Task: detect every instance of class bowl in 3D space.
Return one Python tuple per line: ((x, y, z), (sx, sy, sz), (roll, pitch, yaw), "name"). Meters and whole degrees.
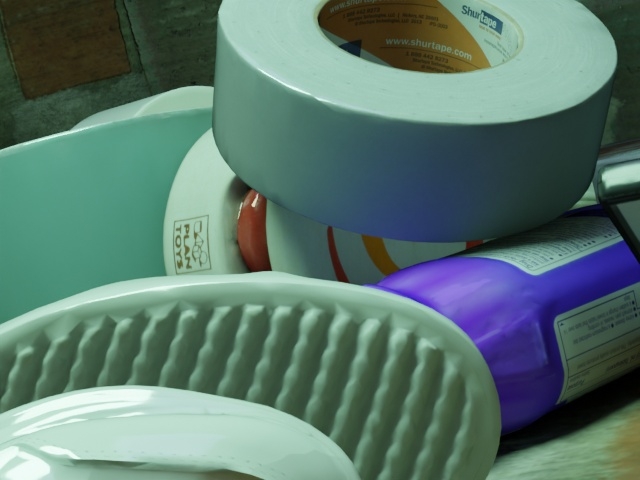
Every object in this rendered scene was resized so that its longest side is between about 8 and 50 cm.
((-0.155, 0.027, 1.018), (0.312, 0.163, 0.311), (-15, -7, -2), "bowl")

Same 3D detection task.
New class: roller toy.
((0.000, 0.000, 0.893), (0.146, 0.209, 0.191), (-8, 39, 45), "roller toy")

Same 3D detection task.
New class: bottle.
((0.081, 0.050, 0.705), (0.283, 0.092, 0.118), (-17, 5, -42), "bottle")

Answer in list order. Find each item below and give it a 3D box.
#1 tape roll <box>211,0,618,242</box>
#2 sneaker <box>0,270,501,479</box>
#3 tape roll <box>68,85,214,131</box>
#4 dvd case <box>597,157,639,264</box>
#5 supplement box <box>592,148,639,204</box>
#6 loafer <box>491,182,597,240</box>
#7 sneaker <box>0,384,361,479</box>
((0.050, -0.088, 0.768), (0.219, 0.072, 0.219), (5, 34, -3), "tape roll")
((-0.104, 0.083, 0.584), (0.366, 0.135, 0.150), (-11, 8, 12), "sneaker")
((-0.166, -0.039, 1.527), (0.246, 0.246, 0.169), (-16, 6, -36), "tape roll")
((0.273, -0.004, 0.619), (0.253, 0.022, 0.180), (-10, -33, 27), "dvd case")
((0.285, -0.016, 0.823), (0.114, 0.111, 0.220), (-16, 6, -37), "supplement box")
((0.091, -0.011, 1.176), (0.320, 0.112, 0.111), (-11, 42, 20), "loafer")
((-0.123, 0.134, 0.354), (0.305, 0.114, 0.152), (-18, 19, -8), "sneaker")
